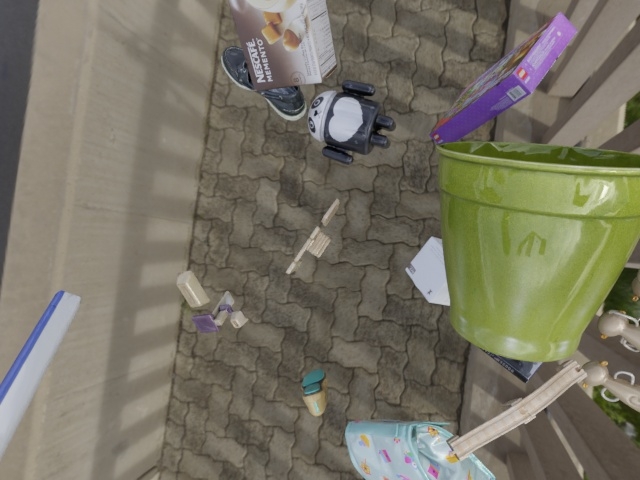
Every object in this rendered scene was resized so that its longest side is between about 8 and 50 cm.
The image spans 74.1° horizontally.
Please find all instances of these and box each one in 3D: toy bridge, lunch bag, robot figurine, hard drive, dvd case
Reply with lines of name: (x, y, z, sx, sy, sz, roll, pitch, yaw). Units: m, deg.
toy bridge: (0.229, 0.199, 0.495, 0.188, 0.063, 0.026, -31, 66, -4)
lunch bag: (0.201, 0.477, 0.920, 0.262, 0.160, 0.223, 47, 144, -11)
robot figurine: (0.095, -0.373, 1.349, 0.277, 0.174, 0.209, 20, 62, 13)
hard drive: (-0.420, 0.246, 0.552, 0.040, 0.319, 0.210, 28, 123, -23)
dvd case: (0.536, 0.246, 1.143, 0.179, 0.238, 0.030, 39, 144, 33)

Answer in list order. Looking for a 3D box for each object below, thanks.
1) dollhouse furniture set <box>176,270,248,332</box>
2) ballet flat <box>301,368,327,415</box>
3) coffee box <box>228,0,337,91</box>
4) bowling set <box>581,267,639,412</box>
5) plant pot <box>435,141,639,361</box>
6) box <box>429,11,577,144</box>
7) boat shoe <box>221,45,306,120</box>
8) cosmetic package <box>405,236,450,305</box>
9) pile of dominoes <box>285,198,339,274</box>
dollhouse furniture set: (-0.174, 0.082, 0.713, 0.090, 0.081, 0.115, -12, 118, 25)
ballet flat: (-0.015, 0.428, 1.192, 0.079, 0.232, 0.073, -18, 87, 3)
coffee box: (-0.071, -0.400, 0.727, 0.141, 0.098, 0.247, 2, 128, 22)
bowling set: (0.579, 0.143, 0.759, 0.154, 0.199, 0.287, 29, 121, 19)
plant pot: (0.379, 0.013, 0.786, 0.365, 0.366, 0.354, 8, 109, 17)
box: (0.385, -0.336, 0.936, 0.057, 0.293, 0.201, 42, 72, -7)
boat shoe: (-0.180, -0.506, 1.289, 0.127, 0.113, 0.340, -40, 76, -12)
cosmetic package: (0.408, 0.104, 1.360, 0.152, 0.183, 0.151, -57, 41, 25)
pile of dominoes: (0.000, 0.000, 0.997, 0.040, 0.251, 0.196, 34, 90, 1)
